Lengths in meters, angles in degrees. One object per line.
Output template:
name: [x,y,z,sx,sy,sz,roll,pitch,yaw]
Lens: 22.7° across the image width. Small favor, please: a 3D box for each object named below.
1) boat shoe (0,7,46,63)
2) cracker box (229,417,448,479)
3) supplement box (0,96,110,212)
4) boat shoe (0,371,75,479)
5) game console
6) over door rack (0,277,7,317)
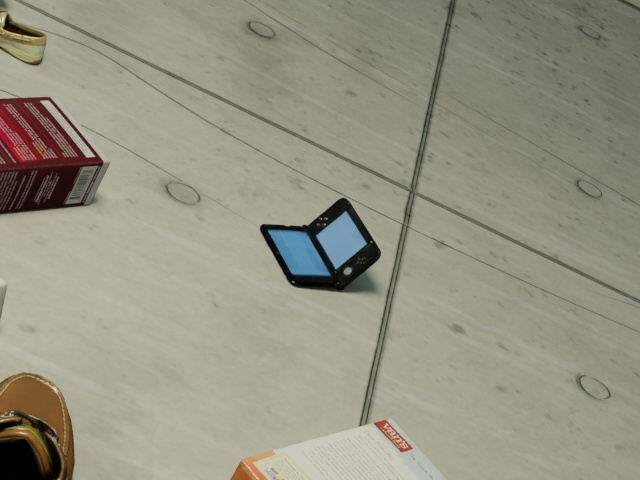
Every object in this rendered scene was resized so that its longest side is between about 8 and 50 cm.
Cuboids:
boat shoe: [-0.428,-0.286,2.132,0.135,0.045,0.050,25,29,-6]
cracker box: [0.033,0.273,1.606,0.232,0.067,0.156,-8,46,-46]
supplement box: [-0.378,-0.098,1.841,0.239,0.073,0.130,-7,47,-47]
boat shoe: [-0.266,0.205,1.417,0.110,0.104,0.307,21,29,-13]
game console: [0.000,0.000,2.019,0.071,0.107,0.122,41,14,-46]
over door rack: [-0.488,-0.023,1.593,0.324,0.108,0.239,42,33,24]
